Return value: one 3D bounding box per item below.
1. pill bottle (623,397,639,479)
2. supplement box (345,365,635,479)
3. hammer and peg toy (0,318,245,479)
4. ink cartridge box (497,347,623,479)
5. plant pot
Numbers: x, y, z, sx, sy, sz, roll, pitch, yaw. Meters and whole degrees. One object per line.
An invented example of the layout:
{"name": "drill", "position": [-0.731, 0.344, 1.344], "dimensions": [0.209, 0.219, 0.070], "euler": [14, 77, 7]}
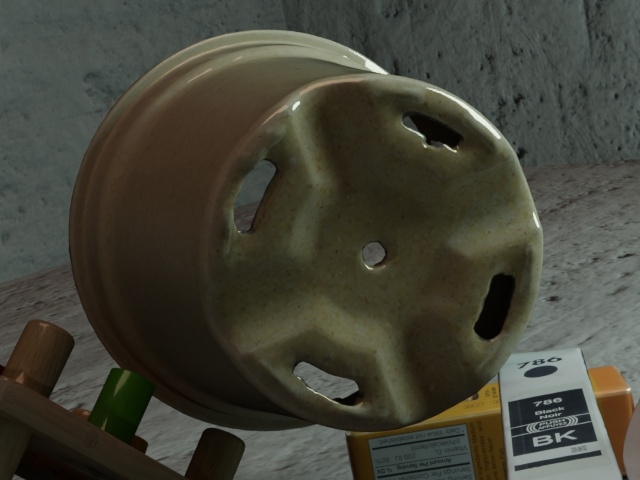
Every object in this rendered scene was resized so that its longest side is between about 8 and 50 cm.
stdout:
{"name": "pill bottle", "position": [0.263, 0.137, 0.648], "dimensions": [0.119, 0.208, 0.119], "euler": [-50, 17, 21]}
{"name": "supplement box", "position": [0.141, 0.164, 1.067], "dimensions": [0.233, 0.080, 0.078], "euler": [-8, 9, 6]}
{"name": "hammer and peg toy", "position": [-0.252, 0.131, 0.962], "dimensions": [0.266, 0.127, 0.361], "euler": [-1, -31, 46]}
{"name": "ink cartridge box", "position": [0.150, 0.168, 0.756], "dimensions": [0.065, 0.165, 0.332], "euler": [-14, 10, 8]}
{"name": "plant pot", "position": [0.000, 0.000, 0.926], "dimensions": [0.334, 0.334, 0.305], "euler": [-13, 6, -15]}
